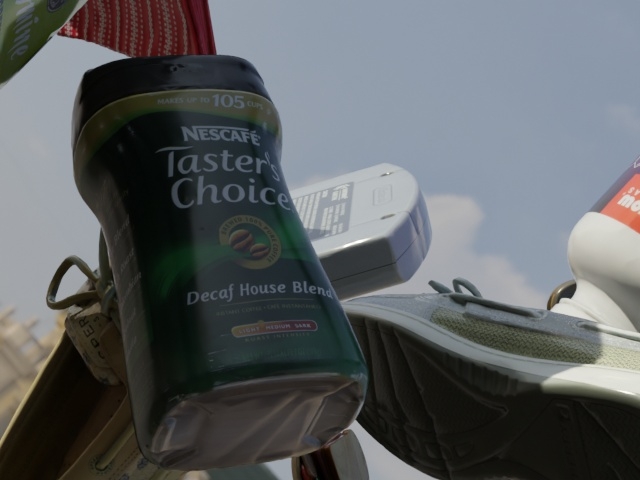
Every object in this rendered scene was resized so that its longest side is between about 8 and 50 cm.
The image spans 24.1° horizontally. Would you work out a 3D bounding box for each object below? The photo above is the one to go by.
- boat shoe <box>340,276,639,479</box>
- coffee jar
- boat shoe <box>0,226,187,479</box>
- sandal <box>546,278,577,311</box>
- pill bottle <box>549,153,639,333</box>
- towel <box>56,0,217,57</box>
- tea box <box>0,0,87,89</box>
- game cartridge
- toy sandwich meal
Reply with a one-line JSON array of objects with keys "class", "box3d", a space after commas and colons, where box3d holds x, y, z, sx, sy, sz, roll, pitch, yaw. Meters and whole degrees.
[{"class": "boat shoe", "box3d": [0.129, 0.092, 0.976, 0.320, 0.103, 0.118, 7, -61, 45]}, {"class": "coffee jar", "box3d": [-0.049, 0.002, 0.648, 0.079, 0.096, 0.184, 113, -36, -49]}, {"class": "boat shoe", "box3d": [-0.111, 0.083, 0.773, 0.089, 0.285, 0.104, 15, 17, -31]}, {"class": "sandal", "box3d": [0.302, 0.128, 1.435, 0.219, 0.090, 0.060, 61, -24, 10]}, {"class": "pill bottle", "box3d": [0.307, -0.012, 1.087, 0.181, 0.323, 0.181, 43, -5, 5]}, {"class": "towel", "box3d": [-0.188, -0.256, 1.379, 0.275, 0.031, 0.199, 24, -50, 47]}, {"class": "tea box", "box3d": [-0.190, -0.228, 0.600, 0.220, 0.323, 0.329, 32, -35, 8]}, {"class": "game cartridge", "box3d": [0.000, 0.000, 1.338, 0.297, 0.198, 0.062, -79, 156, -75]}, {"class": "toy sandwich meal", "box3d": [0.009, 0.172, 1.091, 0.029, 0.085, 0.085, -19, -64, 21]}]
